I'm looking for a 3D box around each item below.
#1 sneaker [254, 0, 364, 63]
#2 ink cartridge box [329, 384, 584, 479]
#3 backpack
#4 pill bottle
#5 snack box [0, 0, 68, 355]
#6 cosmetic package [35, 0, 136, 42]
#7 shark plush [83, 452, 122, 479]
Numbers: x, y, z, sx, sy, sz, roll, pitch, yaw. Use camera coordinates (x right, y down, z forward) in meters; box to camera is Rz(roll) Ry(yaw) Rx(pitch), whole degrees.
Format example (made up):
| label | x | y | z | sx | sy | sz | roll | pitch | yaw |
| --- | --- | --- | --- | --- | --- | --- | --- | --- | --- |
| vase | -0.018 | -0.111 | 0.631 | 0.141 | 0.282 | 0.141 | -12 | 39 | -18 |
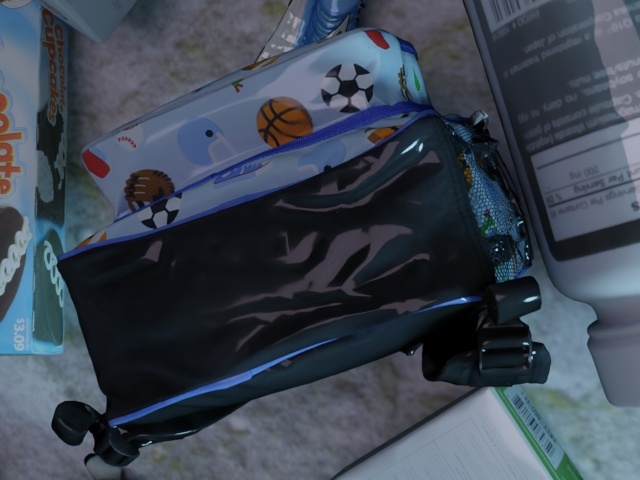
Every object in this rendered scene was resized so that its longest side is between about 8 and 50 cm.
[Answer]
| label | x | y | z | sx | sy | sz | roll | pitch | yaw |
| --- | --- | --- | --- | --- | --- | --- | --- | --- | --- |
| sneaker | 0.012 | -0.149 | 0.727 | 0.073 | 0.063 | 0.162 | 32 | 109 | -1 |
| ink cartridge box | 0.070 | 0.190 | 0.714 | 0.209 | 0.062 | 0.109 | -36 | 80 | 20 |
| backpack | 0.000 | 0.000 | 0.624 | 0.277 | 0.263 | 0.213 | -15 | 83 | 19 |
| pill bottle | 0.193 | -0.059 | 0.598 | 0.161 | 0.161 | 0.283 | -18 | 87 | 21 |
| snack box | -0.292 | -0.071 | 0.797 | 0.187 | 0.060 | 0.321 | -2 | 83 | 10 |
| cosmetic package | -0.278 | -0.368 | 0.734 | 0.453 | 0.161 | 0.230 | 35 | 86 | 16 |
| shark plush | -0.144 | 0.225 | 0.823 | 0.161 | 0.073 | 0.067 | 10 | 118 | 0 |
